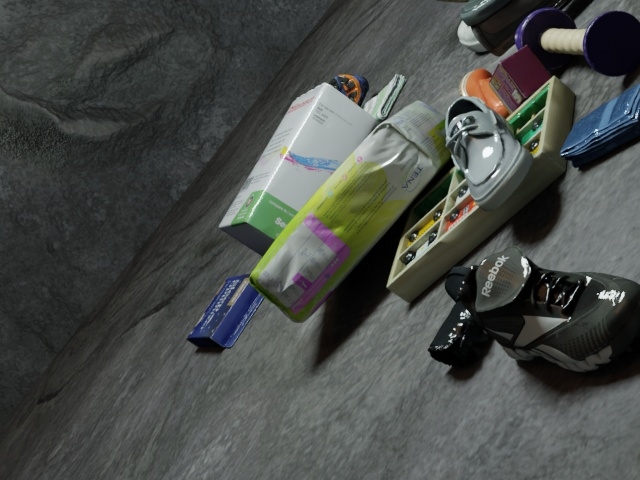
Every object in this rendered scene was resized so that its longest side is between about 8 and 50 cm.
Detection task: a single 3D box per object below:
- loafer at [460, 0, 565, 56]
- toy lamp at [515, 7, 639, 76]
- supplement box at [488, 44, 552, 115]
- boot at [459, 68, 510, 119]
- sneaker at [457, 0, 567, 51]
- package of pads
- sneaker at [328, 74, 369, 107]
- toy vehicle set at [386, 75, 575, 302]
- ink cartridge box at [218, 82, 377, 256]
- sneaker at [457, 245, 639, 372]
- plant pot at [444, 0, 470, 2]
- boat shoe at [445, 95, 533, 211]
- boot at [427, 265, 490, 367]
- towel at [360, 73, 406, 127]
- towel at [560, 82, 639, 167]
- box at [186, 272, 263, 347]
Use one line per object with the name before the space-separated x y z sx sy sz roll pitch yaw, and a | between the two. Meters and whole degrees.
loafer | 0.315 -0.340 1.698 0.267 0.084 0.096 -30 19 20
toy lamp | 0.292 -0.233 1.505 0.080 0.080 0.275 -53 15 1
supplement box | 0.239 -0.191 1.555 0.043 0.055 0.083 -33 -7 -8
boot | 0.226 -0.186 1.670 0.084 0.059 0.158 -43 25 28
sneaker | 0.256 -0.364 1.873 0.106 0.123 0.290 -60 13 -19
package of pads | 0.048 -0.042 1.701 0.296 0.101 0.229 -50 -3 20
sneaker | 0.028 -0.227 2.446 0.087 0.083 0.221 -27 -18 -50
toy vehicle set | 0.186 -0.057 1.503 0.267 0.035 0.166 -44 16 35
ink cartridge box | -0.041 -0.114 2.237 0.278 0.117 0.201 -60 14 -11
sneaker | 0.181 0.052 1.075 0.078 0.106 0.234 -57 13 -13
plant pot | 0.238 -0.486 2.027 0.284 0.284 0.191 -51 48 10
boat shoe | 0.169 -0.101 1.407 0.079 0.081 0.227 -49 13 17
boot | 0.140 0.078 1.300 0.099 0.045 0.121 -59 15 -13
towel | 0.089 -0.227 2.319 0.152 0.023 0.113 -36 21 53
towel | 0.293 -0.119 1.304 0.119 0.029 0.067 -33 23 57
box | -0.161 0.123 2.256 0.136 0.036 0.225 -57 15 -15
